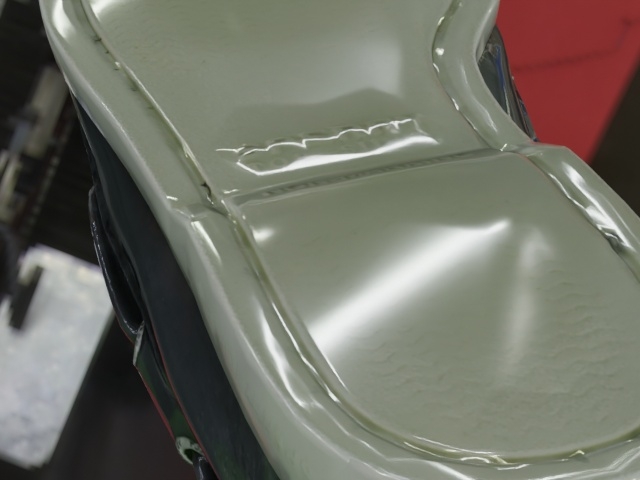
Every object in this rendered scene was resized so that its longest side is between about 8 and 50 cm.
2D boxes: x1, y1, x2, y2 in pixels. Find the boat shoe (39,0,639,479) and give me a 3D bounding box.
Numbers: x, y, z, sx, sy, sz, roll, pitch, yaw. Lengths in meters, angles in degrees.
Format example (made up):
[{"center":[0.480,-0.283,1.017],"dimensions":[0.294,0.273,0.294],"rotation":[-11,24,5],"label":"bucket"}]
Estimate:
[{"center":[0.004,0.000,0.476],"dimensions":[0.127,0.113,0.340],"rotation":[-9,32,-15],"label":"boat shoe"}]
